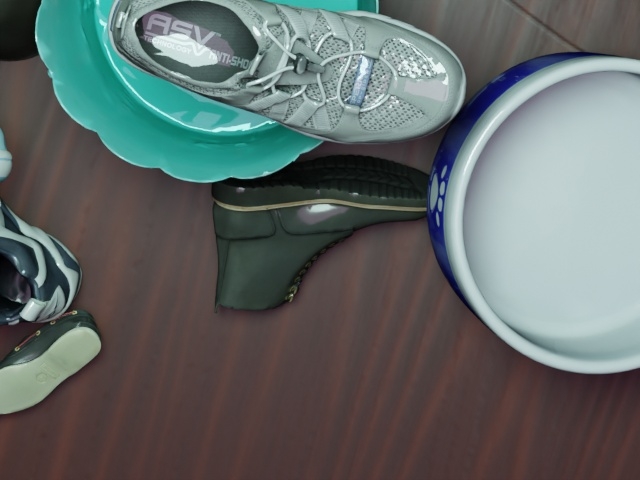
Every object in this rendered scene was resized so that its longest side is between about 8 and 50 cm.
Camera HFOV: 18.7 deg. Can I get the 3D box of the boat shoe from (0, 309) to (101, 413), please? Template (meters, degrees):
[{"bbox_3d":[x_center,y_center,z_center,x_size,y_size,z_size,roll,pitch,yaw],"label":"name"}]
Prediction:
[{"bbox_3d":[-0.255,0.111,1.741,0.133,0.042,0.049,-34,124,9],"label":"boat shoe"}]

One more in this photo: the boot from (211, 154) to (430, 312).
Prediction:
[{"bbox_3d":[0.000,0.000,1.707,0.197,0.077,0.137,3,119,-5],"label":"boot"}]

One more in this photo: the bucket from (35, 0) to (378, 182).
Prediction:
[{"bbox_3d":[-0.085,-0.188,1.607,0.281,0.183,0.281,1,101,3],"label":"bucket"}]

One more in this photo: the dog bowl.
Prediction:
[{"bbox_3d":[0.226,-0.026,1.638,0.264,0.104,0.265,-2,100,-11],"label":"dog bowl"}]

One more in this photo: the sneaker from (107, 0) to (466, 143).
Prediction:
[{"bbox_3d":[-0.029,-0.128,1.464,0.281,0.115,0.105,10,100,-1],"label":"sneaker"}]

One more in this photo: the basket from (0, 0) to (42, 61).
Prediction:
[{"bbox_3d":[-0.295,-0.234,1.584,0.154,0.227,0.204,-24,99,6],"label":"basket"}]

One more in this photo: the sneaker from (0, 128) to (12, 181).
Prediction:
[{"bbox_3d":[-0.393,-0.157,1.619,0.319,0.127,0.208,10,94,19],"label":"sneaker"}]

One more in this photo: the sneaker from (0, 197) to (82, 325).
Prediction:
[{"bbox_3d":[-0.321,-0.001,1.665,0.235,0.153,0.094,40,99,-5],"label":"sneaker"}]
